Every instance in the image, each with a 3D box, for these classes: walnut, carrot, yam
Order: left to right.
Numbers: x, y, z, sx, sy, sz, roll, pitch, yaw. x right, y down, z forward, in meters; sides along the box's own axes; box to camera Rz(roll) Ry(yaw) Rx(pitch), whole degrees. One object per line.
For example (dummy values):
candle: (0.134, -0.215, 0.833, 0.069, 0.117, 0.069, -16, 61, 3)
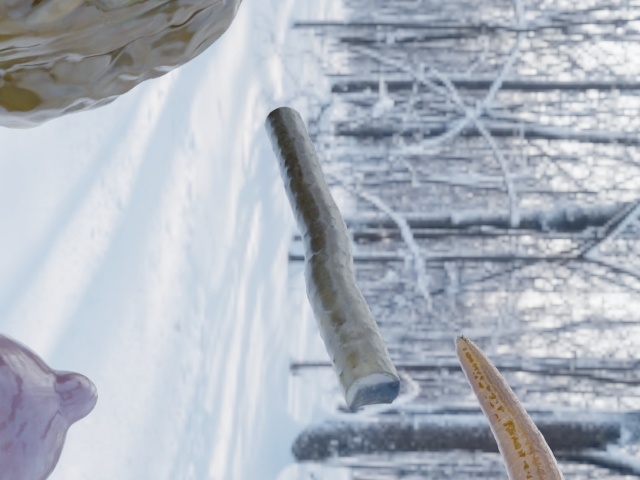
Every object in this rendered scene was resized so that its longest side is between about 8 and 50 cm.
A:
walnut: (-0.229, -0.281, 0.888, 0.308, 0.397, 0.354, 60, -15, 17)
yam: (0.000, 0.000, 0.840, 0.327, 0.045, 0.045, -109, 173, -47)
carrot: (0.215, 0.219, 1.170, 0.062, 0.066, 0.271, 98, -20, -47)

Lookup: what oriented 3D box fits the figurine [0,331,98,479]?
figurine: (-0.295, 0.153, 0.895, 0.173, 0.173, 0.173, 0, 90, -87)
